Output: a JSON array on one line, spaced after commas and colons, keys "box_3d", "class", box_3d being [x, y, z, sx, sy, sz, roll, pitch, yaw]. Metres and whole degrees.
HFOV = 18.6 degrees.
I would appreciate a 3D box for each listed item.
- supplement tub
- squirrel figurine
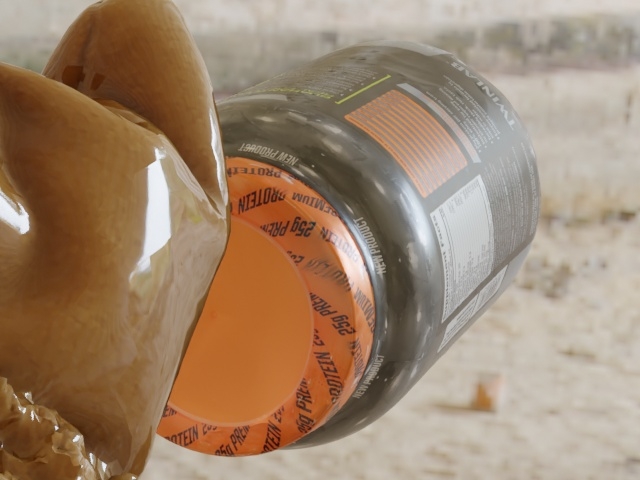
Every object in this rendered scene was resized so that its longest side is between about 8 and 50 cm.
[{"box_3d": [0.000, 0.000, 1.191, 0.207, 0.207, 0.338, 10, 17, 19], "class": "supplement tub"}, {"box_3d": [-0.213, 0.007, 0.673, 0.281, 0.370, 0.397, -27, 52, 12], "class": "squirrel figurine"}]
